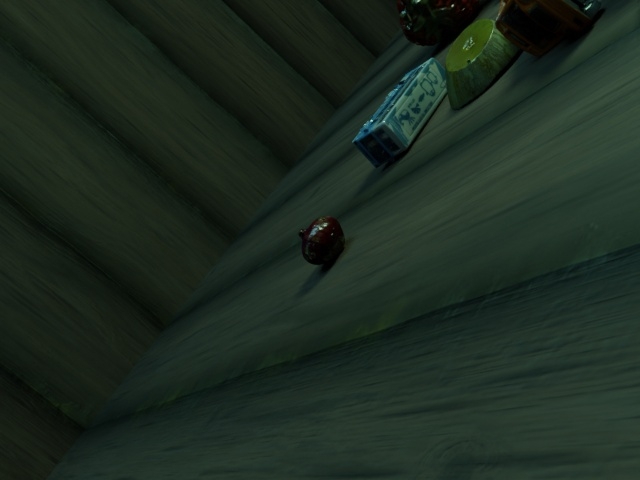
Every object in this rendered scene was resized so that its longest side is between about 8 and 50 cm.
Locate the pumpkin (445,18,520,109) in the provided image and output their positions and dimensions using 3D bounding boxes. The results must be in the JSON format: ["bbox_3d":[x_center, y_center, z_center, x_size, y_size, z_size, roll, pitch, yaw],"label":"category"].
[{"bbox_3d":[0.335,-0.396,1.447,0.217,0.110,0.217,-40,18,16],"label":"pumpkin"}]

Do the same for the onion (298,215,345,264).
[{"bbox_3d":[0.000,0.000,1.380,0.107,0.097,0.107,-61,-4,-8],"label":"onion"}]

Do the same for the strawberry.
[{"bbox_3d":[0.384,-0.828,2.202,0.312,0.267,0.351,-35,35,63],"label":"strawberry"}]

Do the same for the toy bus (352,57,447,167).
[{"bbox_3d":[0.206,-0.315,1.638,0.131,0.106,0.297,-25,24,53],"label":"toy bus"}]

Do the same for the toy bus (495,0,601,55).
[{"bbox_3d":[0.418,-0.456,1.259,0.153,0.143,0.329,-52,8,36],"label":"toy bus"}]
